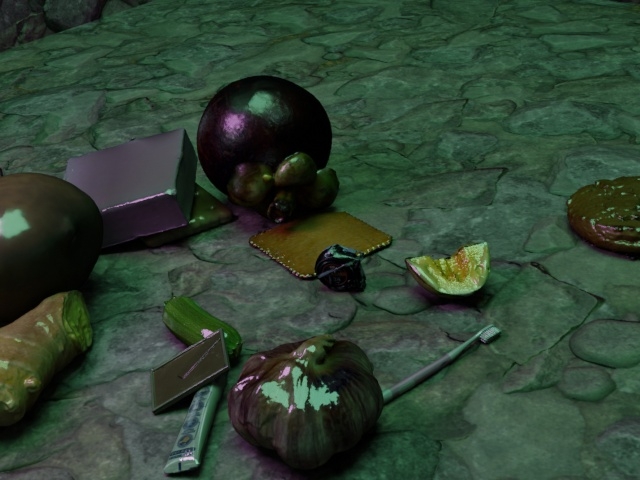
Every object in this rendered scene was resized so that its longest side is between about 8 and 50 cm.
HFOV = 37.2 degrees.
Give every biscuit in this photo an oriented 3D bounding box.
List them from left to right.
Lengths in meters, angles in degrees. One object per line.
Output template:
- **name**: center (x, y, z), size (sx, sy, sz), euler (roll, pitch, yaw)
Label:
- **biscuit**: center (-0.359, -0.086, 2.179), size (0.217, 0.044, 0.325), euler (-21, 32, -23)
- **biscuit**: center (0.000, 0.000, 1.984), size (0.236, 0.013, 0.232), euler (-21, 32, -28)
- **biscuit**: center (0.638, -0.062, 1.913), size (0.295, 0.075, 0.296), euler (-4, 28, 2)

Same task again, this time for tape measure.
- **tape measure**: center (0.038, 0.052, 1.802), size (0.094, 0.091, 0.054), euler (6, 34, 17)

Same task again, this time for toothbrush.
- **toothbrush**: center (0.196, 0.204, 1.567), size (0.286, 0.020, 0.025), euler (-25, 41, -32)

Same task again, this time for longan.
- **longan**: center (-0.559, 0.013, 1.791), size (0.288, 0.289, 0.350), euler (-2, 21, 7)

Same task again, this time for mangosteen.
- **mangosteen**: center (-0.111, -0.207, 2.094), size (0.329, 0.330, 0.330), euler (-5, 29, 2)

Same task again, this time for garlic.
- **garlic**: center (-0.023, 0.225, 1.426), size (0.244, 0.161, 0.245), euler (-5, 30, 3)

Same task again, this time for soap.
- **soap**: center (-0.427, -0.111, 2.090), size (0.296, 0.107, 0.285), euler (-14, 35, 9)

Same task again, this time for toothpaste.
- **toothpaste**: center (-0.188, 0.275, 1.493), size (0.062, 0.039, 0.239), euler (-13, 28, 17)

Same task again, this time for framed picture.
- **framed picture**: center (-0.217, 0.213, 1.568), size (0.149, 0.011, 0.109), euler (-31, 33, 7)

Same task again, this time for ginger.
- **ginger**: center (-0.497, 0.195, 1.615), size (0.189, 0.126, 0.354), euler (-2, 24, 29)

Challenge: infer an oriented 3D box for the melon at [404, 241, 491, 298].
- **melon**: center (0.241, 0.069, 1.758), size (0.160, 0.079, 0.128), euler (-10, 47, -9)

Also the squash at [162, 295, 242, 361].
- **squash**: center (-0.216, 0.155, 1.684), size (0.077, 0.068, 0.219), euler (-34, 38, -23)
